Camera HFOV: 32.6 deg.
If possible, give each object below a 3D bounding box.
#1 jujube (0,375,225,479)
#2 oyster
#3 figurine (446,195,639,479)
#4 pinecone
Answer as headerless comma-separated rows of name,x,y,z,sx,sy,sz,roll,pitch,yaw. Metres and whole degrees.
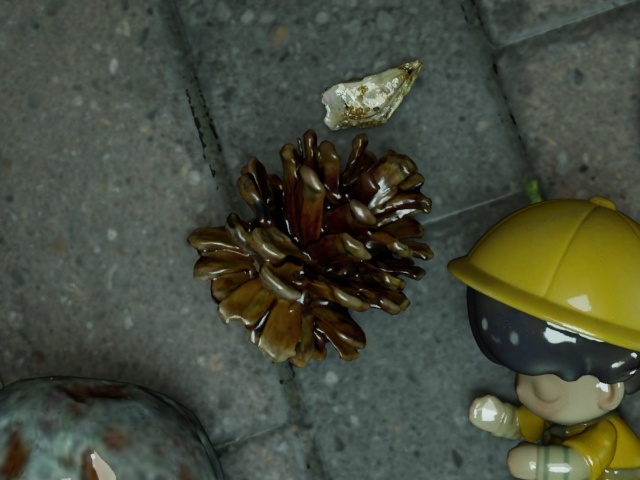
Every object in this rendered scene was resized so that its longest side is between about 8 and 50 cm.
jujube,-0.186,0.254,0.832,0.247,0.215,0.308,-13,82,4
oyster,0.047,-0.121,0.940,0.093,0.034,0.051,-13,67,16
figurine,0.196,0.094,0.838,0.167,0.192,0.256,-18,107,-22
pinecone,-0.001,0.002,0.873,0.195,0.150,0.179,-39,75,-2
